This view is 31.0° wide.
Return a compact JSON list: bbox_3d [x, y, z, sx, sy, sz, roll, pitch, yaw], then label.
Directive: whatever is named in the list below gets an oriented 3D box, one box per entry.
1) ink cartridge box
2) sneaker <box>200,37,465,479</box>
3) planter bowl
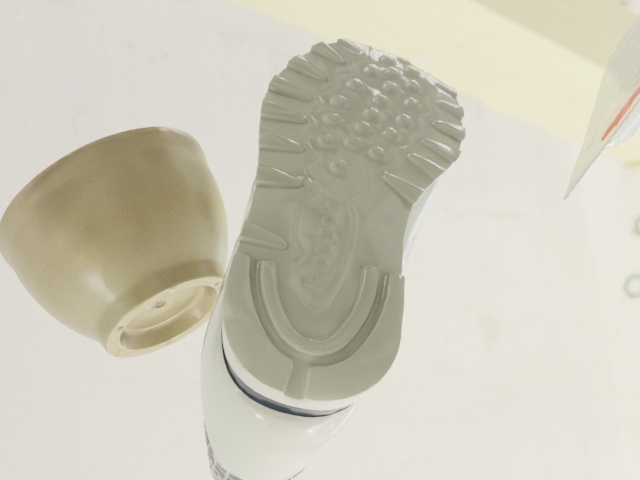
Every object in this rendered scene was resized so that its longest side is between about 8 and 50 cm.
[{"bbox_3d":[0.295,-0.150,0.991,0.066,0.189,0.232,25,-135,-3],"label":"ink cartridge box"},{"bbox_3d":[0.000,0.000,0.504,0.090,0.094,0.235,21,-135,3],"label":"sneaker"},{"bbox_3d":[-0.130,0.014,0.813,0.162,0.162,0.109,-6,-123,-49],"label":"planter bowl"}]
